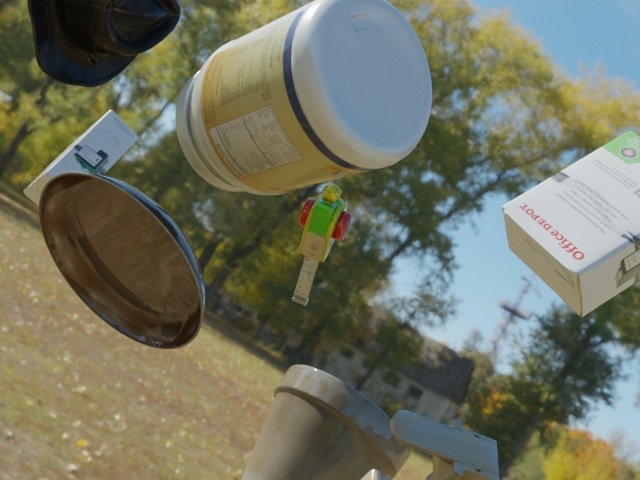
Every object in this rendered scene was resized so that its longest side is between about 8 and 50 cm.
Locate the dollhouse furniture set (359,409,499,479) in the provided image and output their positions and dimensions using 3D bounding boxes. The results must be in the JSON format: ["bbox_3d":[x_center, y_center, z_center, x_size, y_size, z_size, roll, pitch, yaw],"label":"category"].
[{"bbox_3d":[0.052,0.418,1.054,0.173,0.303,0.355,24,-48,-14],"label":"dollhouse furniture set"}]

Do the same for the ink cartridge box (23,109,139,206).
[{"bbox_3d":[-0.522,-0.164,1.879,0.092,0.219,0.160,46,-34,-17],"label":"ink cartridge box"}]

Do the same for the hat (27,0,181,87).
[{"bbox_3d":[-0.311,-0.380,1.381,0.134,0.331,0.331,18,-10,20],"label":"hat"}]

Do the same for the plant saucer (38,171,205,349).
[{"bbox_3d":[-0.284,0.025,1.272,0.310,0.050,0.311,22,-45,24],"label":"plant saucer"}]

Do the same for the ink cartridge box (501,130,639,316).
[{"bbox_3d":[0.467,-0.033,1.411,0.198,0.273,0.115,51,-12,44],"label":"ink cartridge box"}]

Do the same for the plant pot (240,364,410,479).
[{"bbox_3d":[-0.016,0.471,1.816,0.323,0.280,0.323,30,-26,17],"label":"plant pot"}]

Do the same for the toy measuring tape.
[{"bbox_3d":[0.000,0.000,1.989,0.121,0.121,0.330,28,-51,17],"label":"toy measuring tape"}]

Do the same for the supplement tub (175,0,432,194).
[{"bbox_3d":[-0.032,-0.186,1.174,0.228,0.228,0.316,34,-28,-33],"label":"supplement tub"}]
